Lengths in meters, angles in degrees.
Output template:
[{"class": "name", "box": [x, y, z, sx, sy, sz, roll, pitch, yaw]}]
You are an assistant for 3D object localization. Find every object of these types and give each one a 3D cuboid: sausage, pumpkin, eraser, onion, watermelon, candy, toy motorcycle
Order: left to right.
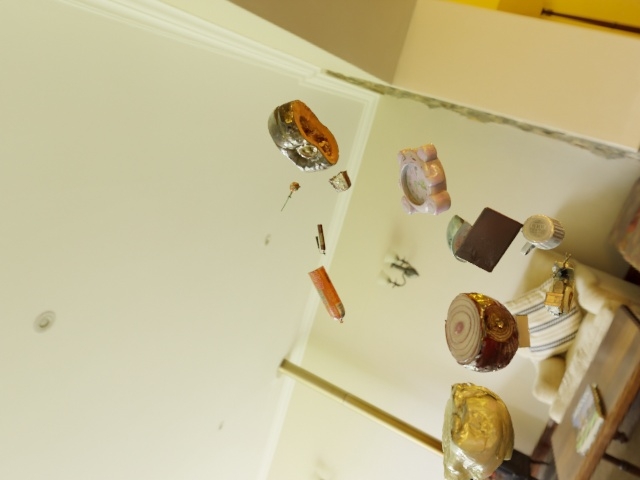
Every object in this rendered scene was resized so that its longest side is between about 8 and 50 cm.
[{"class": "candy", "box": [-0.164, -0.225, 2.304, 0.055, 0.049, 0.185, 11, -59, -39]}, {"class": "pumpkin", "box": [-0.061, -0.405, 1.697, 0.317, 0.139, 0.222, 34, -137, -41]}, {"class": "sausage", "box": [0.033, 0.214, 1.704, 0.071, 0.234, 0.071, -27, -1, 0]}, {"class": "watermelon", "box": [0.738, -0.015, 2.350, 0.188, 0.175, 0.321, -46, -52, 10]}, {"class": "onion", "box": [0.702, 0.385, 1.871, 0.282, 0.260, 0.337, 115, 160, -49]}, {"class": "eraser", "box": [0.918, 0.414, 2.018, 0.103, 0.023, 0.151, 8, -104, -37]}, {"class": "toy motorcycle", "box": [0.970, 0.182, 1.783, 0.157, 0.090, 0.263, 49, -123, -41]}]

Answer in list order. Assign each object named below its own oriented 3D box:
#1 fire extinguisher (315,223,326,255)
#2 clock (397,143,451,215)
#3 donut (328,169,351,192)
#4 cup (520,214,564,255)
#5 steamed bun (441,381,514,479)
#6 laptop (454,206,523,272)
[{"class": "fire extinguisher", "box": [0.000, 0.000, 2.351, 0.035, 0.048, 0.173, 171, 90, -79]}, {"class": "clock", "box": [0.480, -0.285, 2.104, 0.113, 0.295, 0.322, -18, -79, -20]}, {"class": "donut", "box": [0.138, -0.376, 2.799, 0.144, 0.186, 0.126, -32, -80, -38]}, {"class": "cup", "box": [1.102, -0.020, 2.209, 0.202, 0.166, 0.221, 8, -85, -51]}, {"class": "steamed bun", "box": [0.498, 0.608, 1.392, 0.268, 0.207, 0.280, -64, -21, -57]}, {"class": "laptop", "box": [0.584, -0.002, 1.543, 0.026, 0.153, 0.207, -66, 1, -67]}]
